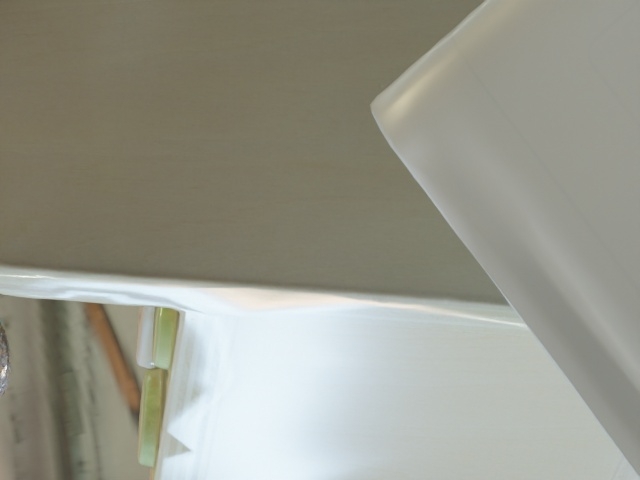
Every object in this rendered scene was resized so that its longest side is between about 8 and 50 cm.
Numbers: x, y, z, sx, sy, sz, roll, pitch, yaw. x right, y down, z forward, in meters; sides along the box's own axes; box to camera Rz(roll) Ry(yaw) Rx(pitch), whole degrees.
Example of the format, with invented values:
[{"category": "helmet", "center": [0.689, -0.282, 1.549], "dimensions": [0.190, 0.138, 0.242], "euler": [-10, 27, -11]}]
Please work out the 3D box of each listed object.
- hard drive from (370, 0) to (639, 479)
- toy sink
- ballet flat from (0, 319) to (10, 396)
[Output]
[{"category": "hard drive", "center": [0.181, -0.047, 0.404], "dimensions": [0.203, 0.307, 0.040], "euler": [54, -154, 10]}, {"category": "toy sink", "center": [0.000, 0.000, 0.641], "dimensions": [0.234, 0.131, 0.153], "euler": [4, -131, -9]}, {"category": "ballet flat", "center": [-0.273, 0.062, 0.700], "dimensions": [0.316, 0.106, 0.107], "euler": [-2, -57, 17]}]
